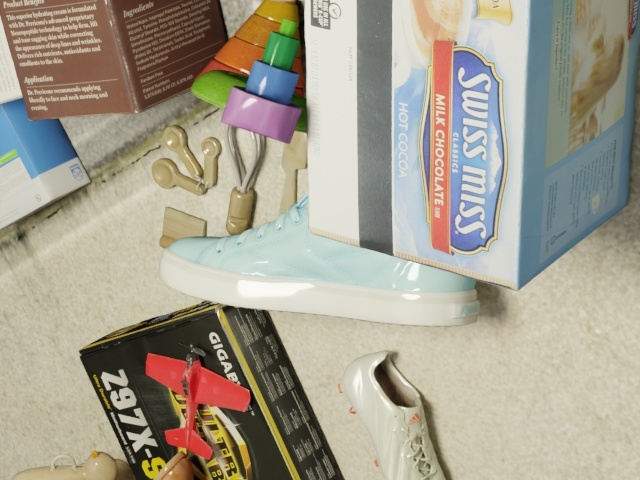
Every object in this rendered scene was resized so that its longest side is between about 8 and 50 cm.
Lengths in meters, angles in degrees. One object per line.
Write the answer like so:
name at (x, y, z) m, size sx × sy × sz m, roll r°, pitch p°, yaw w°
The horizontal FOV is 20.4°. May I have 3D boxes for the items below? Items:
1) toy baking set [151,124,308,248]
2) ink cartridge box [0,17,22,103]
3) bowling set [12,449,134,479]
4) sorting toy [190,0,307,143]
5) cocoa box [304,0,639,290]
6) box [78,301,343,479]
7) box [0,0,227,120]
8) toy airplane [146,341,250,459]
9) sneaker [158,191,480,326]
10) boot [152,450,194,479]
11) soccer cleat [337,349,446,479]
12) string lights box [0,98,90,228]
toy baking set at (-0.100, -0.040, 1.966) m, size 0.256 × 0.030 × 0.197 m, roll -8°, pitch 105°, yaw 40°
ink cartridge box at (-0.424, -0.290, 1.979) m, size 0.261 × 0.066 × 0.296 m, roll -16°, pitch 103°, yaw -1°
bowling set at (-0.273, 0.340, 2.223) m, size 0.154 × 0.200 × 0.287 m, roll -13°, pitch 119°, yaw 1°
sorting toy at (-0.047, -0.181, 1.707) m, size 0.127 × 0.365 × 0.126 m, roll 18°, pitch 99°, yaw -6°
cocoa box at (0.140, -0.171, 1.581) m, size 0.228 × 0.231 × 0.347 m, roll 16°, pitch 120°, yaw 31°
box at (-0.119, 0.234, 2.079) m, size 0.257 × 0.079 × 0.322 m, roll -18°, pitch 99°, yaw 43°
box at (-0.223, -0.246, 1.874) m, size 0.168 × 0.167 × 0.203 m, roll 1°, pitch 110°, yaw 38°
toy airplane at (-0.146, 0.183, 2.005) m, size 0.151 × 0.028 × 0.151 m, roll 16°, pitch 120°, yaw 31°
sneaker at (0.000, 0.000, 1.848) m, size 0.365 × 0.135 × 0.150 m, roll 5°, pitch 93°, yaw 24°
boot at (-0.130, 0.341, 2.041) m, size 0.152 × 0.073 × 0.197 m, roll 33°, pitch 140°, yaw 23°
soccer cleat at (0.090, 0.211, 1.912) m, size 0.076 × 0.068 × 0.196 m, roll -33°, pitch 86°, yaw 39°
string lights box at (-0.395, -0.152, 2.114) m, size 0.133 × 0.076 × 0.260 m, roll -24°, pitch 95°, yaw 42°
